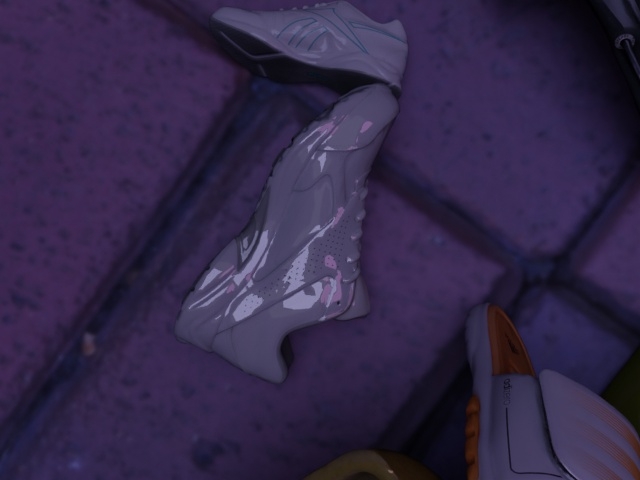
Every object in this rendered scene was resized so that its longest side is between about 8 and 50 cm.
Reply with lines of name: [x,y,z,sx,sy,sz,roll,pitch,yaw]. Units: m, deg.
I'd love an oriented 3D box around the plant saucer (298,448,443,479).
plant saucer: [0.050,0.293,0.467,0.333,0.081,0.333,52,130,6]

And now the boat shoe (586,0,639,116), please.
boat shoe: [0.175,-0.192,0.528,0.113,0.127,0.340,-38,87,25]

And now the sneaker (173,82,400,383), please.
sneaker: [0.000,0.000,0.554,0.115,0.090,0.232,34,99,-1]

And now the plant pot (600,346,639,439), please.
plant pot: [0.276,0.193,0.454,0.228,0.207,0.227,35,90,4]

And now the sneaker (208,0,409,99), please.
sneaker: [-0.007,-0.149,0.576,0.152,0.054,0.061,17,73,2]

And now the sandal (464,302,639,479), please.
sandal: [0.135,0.106,0.444,0.076,0.265,0.102,-32,113,21]
